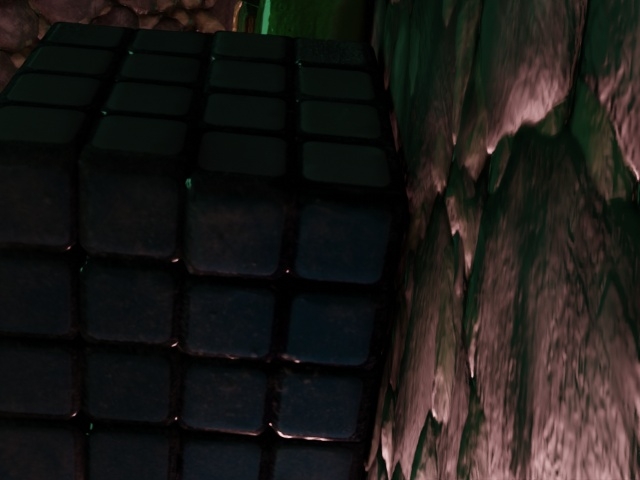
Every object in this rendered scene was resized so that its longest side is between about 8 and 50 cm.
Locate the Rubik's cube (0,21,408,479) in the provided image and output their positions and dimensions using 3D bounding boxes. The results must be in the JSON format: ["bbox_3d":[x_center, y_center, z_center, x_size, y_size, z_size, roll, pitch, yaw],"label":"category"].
[{"bbox_3d":[-0.118,0.008,0.925,0.344,0.337,0.345,-93,8,-59],"label":"Rubik's cube"}]

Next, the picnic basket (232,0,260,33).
[{"bbox_3d":[-0.050,-0.303,1.479,0.079,0.164,0.115,-105,19,-51],"label":"picnic basket"}]

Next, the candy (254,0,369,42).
[{"bbox_3d":[-0.001,-0.317,1.106,0.142,0.131,0.344,-28,-54,-74],"label":"candy"}]
